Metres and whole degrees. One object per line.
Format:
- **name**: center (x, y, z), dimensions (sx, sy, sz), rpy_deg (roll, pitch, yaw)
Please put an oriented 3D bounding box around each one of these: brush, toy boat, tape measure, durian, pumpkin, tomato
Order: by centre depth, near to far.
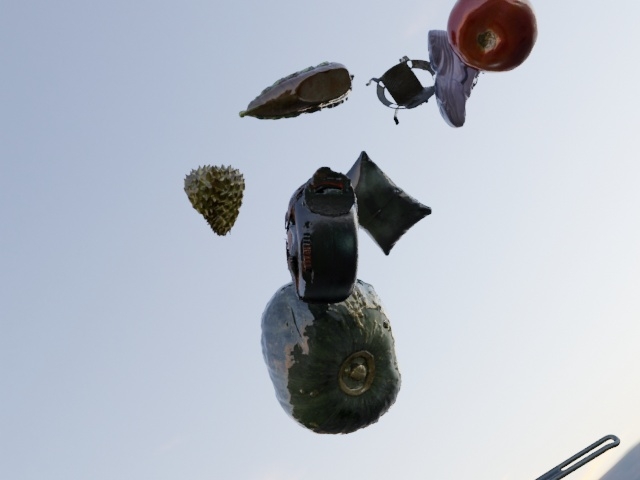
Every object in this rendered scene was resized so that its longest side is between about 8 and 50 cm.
- **brush**: center (0.285, 0.326, 0.950), dimensions (0.266, 0.027, 0.062), rpy_deg (-44, 7, 26)
- **tape measure**: center (0.000, 0.000, 1.239), dimensions (0.134, 0.223, 0.202), rpy_deg (-1, -8, -9)
- **pumpkin**: center (0.024, 0.219, 1.450), dimensions (0.291, 0.257, 0.328), rpy_deg (-10, -80, -32)
- **tomato**: center (0.368, -0.452, 1.511), dimensions (0.136, 0.195, 0.195), rpy_deg (-54, -15, -46)
- **toy boat**: center (-0.044, -0.338, 1.634), dimensions (0.292, 0.109, 0.099), rpy_deg (-23, 10, -22)
- **durian**: center (-0.257, -0.115, 1.767), dimensions (0.132, 0.165, 0.183), rpy_deg (85, -158, -48)

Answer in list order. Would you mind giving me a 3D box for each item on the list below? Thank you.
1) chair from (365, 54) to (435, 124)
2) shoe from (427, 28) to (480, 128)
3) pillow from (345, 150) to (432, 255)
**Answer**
- **chair**: center (0.226, -0.408, 1.891), dimensions (0.174, 0.149, 0.213), rpy_deg (-35, 7, -3)
- **shoe**: center (0.338, -0.394, 1.694), dimensions (0.137, 0.245, 0.095), rpy_deg (-10, -4, 9)
- **pillow**: center (0.143, -0.095, 1.858), dimensions (0.186, 0.249, 0.106), rpy_deg (-47, 7, 26)
